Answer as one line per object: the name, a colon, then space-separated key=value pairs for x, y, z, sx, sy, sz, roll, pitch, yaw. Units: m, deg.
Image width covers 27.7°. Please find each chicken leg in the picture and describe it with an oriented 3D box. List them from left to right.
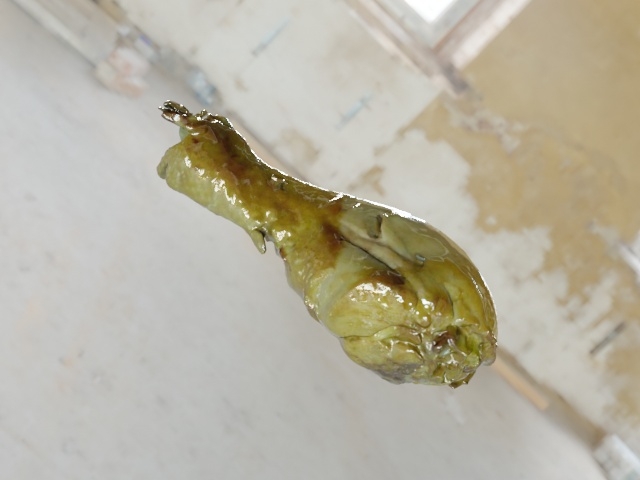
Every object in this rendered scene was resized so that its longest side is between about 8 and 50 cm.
chicken leg: x=0.000 y=0.000 z=1.331 sx=0.429 sy=0.153 sz=0.201 roll=35 pitch=24 yaw=10
